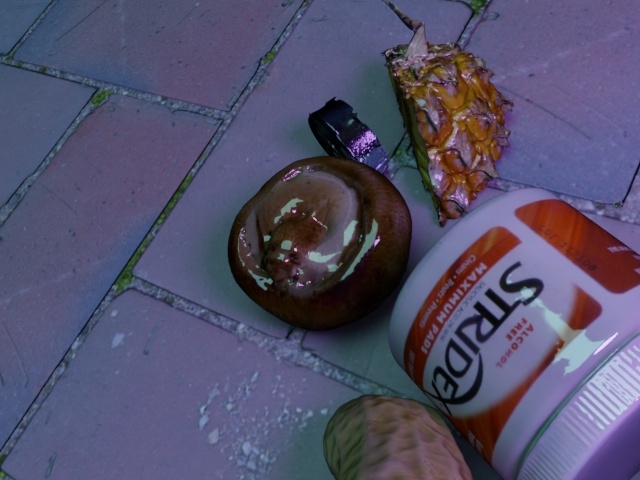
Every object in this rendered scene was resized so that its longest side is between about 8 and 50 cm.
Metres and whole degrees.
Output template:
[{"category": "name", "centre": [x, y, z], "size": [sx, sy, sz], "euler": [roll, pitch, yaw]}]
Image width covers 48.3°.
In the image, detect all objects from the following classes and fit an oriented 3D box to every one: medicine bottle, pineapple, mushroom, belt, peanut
[{"category": "medicine bottle", "centre": [0.232, 0.108, 0.719], "size": [0.252, 0.252, 0.241], "euler": [-41, 54, -6]}, {"category": "pineapple", "centre": [0.181, -0.211, 1.000], "size": [0.161, 0.158, 0.335], "euler": [-17, 54, 12]}, {"category": "mushroom", "centre": [0.000, 0.000, 0.945], "size": [0.253, 0.153, 0.253], "euler": [-10, 59, 18]}, {"category": "belt", "centre": [0.039, -0.143, 1.045], "size": [0.058, 0.105, 0.140], "euler": [-40, 79, -10]}, {"category": "peanut", "centre": [0.074, 0.243, 0.708], "size": [0.140, 0.325, 0.154], "euler": [1, 96, -7]}]
